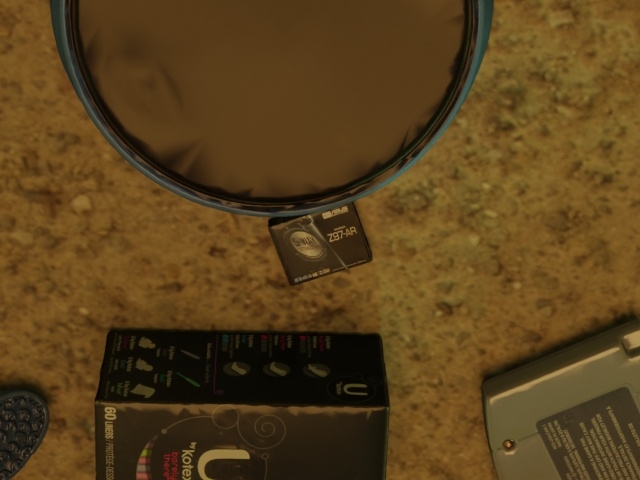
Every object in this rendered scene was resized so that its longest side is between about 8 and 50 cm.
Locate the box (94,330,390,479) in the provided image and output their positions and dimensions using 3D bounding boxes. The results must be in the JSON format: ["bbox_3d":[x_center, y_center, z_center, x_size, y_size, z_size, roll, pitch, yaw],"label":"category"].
[{"bbox_3d":[-0.074,0.189,1.663,0.270,0.143,0.165,1,116,-2],"label":"box"}]

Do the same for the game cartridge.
[{"bbox_3d":[0.281,0.233,1.741,0.196,0.060,0.294,-24,113,6],"label":"game cartridge"}]

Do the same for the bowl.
[{"bbox_3d":[-0.042,-0.201,1.519,0.391,0.077,0.391,-1,115,-1],"label":"bowl"}]

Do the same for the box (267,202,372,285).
[{"bbox_3d":[0.000,0.000,1.644,0.083,0.018,0.067,-17,115,7],"label":"box"}]

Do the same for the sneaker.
[{"bbox_3d":[-0.364,0.227,1.717,0.232,0.090,0.081,-44,109,-5],"label":"sneaker"}]
